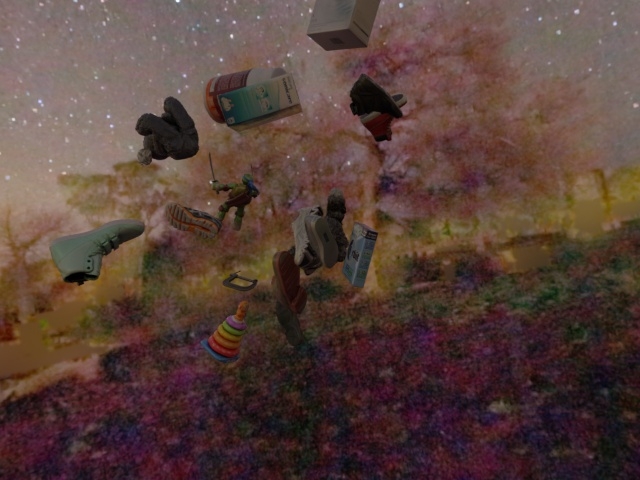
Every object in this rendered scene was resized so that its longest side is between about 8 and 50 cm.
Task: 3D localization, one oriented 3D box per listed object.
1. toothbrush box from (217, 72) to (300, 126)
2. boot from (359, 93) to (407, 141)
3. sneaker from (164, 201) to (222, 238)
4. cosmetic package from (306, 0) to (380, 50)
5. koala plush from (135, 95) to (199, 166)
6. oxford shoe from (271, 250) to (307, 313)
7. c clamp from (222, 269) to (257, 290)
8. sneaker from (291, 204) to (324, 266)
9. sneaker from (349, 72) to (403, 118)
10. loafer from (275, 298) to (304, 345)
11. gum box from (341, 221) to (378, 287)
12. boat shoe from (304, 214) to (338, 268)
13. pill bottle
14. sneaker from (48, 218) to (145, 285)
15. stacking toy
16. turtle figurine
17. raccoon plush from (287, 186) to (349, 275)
[{"bbox_3d":[-0.229,-0.541,1.697,0.295,0.126,0.216,-18,8,2],"label":"toothbrush box"},{"bbox_3d":[0.328,-0.563,1.996,0.244,0.176,0.088,-22,34,37],"label":"boot"},{"bbox_3d":[-0.433,-0.072,1.456,0.214,0.084,0.083,26,27,7],"label":"sneaker"},{"bbox_3d":[0.092,-0.884,1.658,0.224,0.225,0.138,17,0,41],"label":"cosmetic package"},{"bbox_3d":[-0.560,-0.353,1.523,0.221,0.203,0.196,-19,28,42],"label":"koala plush"},{"bbox_3d":[-0.172,0.189,1.912,0.146,0.397,0.140,15,49,24],"label":"oxford shoe"},{"bbox_3d":[-0.314,0.158,1.701,0.160,0.022,0.137,16,25,32],"label":"c clamp"},{"bbox_3d":[-0.071,-0.018,1.812,0.118,0.292,0.110,4,-31,19],"label":"sneaker"},{"bbox_3d":[0.194,-0.494,1.560,0.227,0.087,0.130,24,-56,-33],"label":"sneaker"},{"bbox_3d":[-0.154,0.411,2.182,0.096,0.268,0.084,-29,-23,21],"label":"loafer"},{"bbox_3d":[0.127,0.043,1.402,0.041,0.185,0.157,11,9,-12],"label":"gum box"},{"bbox_3d":[-0.001,0.000,1.536,0.081,0.228,0.079,21,51,43],"label":"boat shoe"},{"bbox_3d":[-0.339,-0.683,2.011,0.391,0.224,0.224,1,3,30],"label":"pill bottle"},{"bbox_3d":[-0.616,0.038,1.221,0.255,0.151,0.094,-21,-24,-24],"label":"sneaker"},{"bbox_3d":[-0.422,0.424,2.065,0.165,0.302,0.175,33,7,27],"label":"stacking toy"},{"bbox_3d":[-0.372,-0.199,1.853,0.274,0.266,0.197,38,24,24],"label":"turtle figurine"},{"bbox_3d":[-0.025,-0.054,2.083,0.216,0.447,0.299,-9,-9,30],"label":"raccoon plush"}]
